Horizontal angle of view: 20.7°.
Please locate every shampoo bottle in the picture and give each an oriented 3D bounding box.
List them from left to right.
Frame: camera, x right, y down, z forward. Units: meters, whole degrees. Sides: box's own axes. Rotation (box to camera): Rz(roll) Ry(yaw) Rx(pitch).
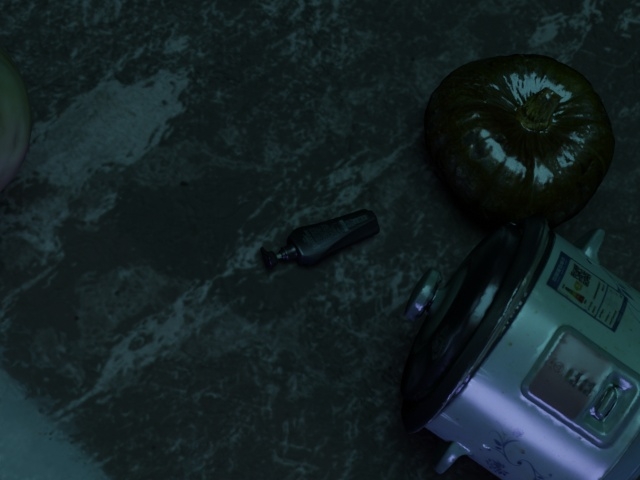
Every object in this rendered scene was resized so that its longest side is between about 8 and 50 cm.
[{"bbox_3d":[0.000,0.000,1.944,0.137,0.027,0.048,-21,60,-22],"label":"shampoo bottle"}]

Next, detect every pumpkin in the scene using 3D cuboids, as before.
[{"bbox_3d":[0.235,-0.117,1.984,0.219,0.162,0.219,6,61,-11],"label":"pumpkin"}]

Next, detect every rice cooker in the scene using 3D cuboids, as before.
[{"bbox_3d":[0.223,0.126,1.815,0.316,0.264,0.317,0,93,-2],"label":"rice cooker"}]

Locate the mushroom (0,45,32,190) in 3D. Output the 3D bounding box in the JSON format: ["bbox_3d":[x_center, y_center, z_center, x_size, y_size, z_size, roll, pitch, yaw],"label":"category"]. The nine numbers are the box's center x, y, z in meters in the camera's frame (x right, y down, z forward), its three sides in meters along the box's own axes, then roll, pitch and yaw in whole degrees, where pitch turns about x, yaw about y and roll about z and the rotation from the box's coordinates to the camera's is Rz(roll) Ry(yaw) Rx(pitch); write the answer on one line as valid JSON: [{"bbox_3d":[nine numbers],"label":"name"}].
[{"bbox_3d":[-0.443,-0.097,1.720,0.325,0.353,0.353,-35,79,-9],"label":"mushroom"}]
